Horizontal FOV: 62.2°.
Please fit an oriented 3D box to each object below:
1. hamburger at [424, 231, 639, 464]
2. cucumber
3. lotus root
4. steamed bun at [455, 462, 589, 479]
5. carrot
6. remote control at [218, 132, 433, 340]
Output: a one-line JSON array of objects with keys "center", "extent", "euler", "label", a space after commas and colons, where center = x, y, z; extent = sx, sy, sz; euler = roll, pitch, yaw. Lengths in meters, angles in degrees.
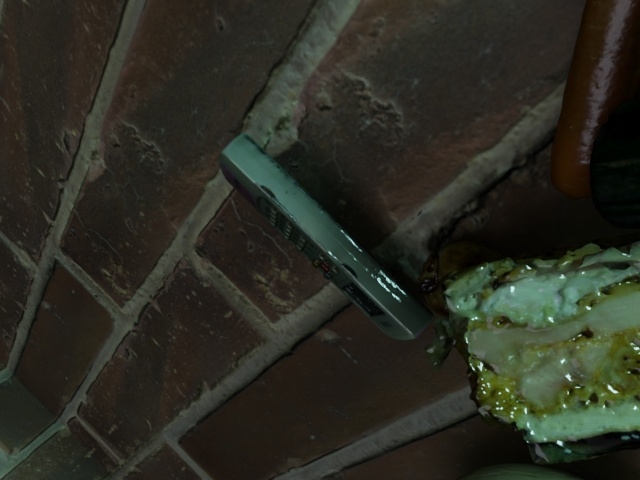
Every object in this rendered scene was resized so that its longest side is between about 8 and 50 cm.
[{"center": [0.241, 0.086, 0.485], "extent": [0.288, 0.192, 0.167], "euler": [-12, 86, 11], "label": "hamburger"}, {"center": [0.276, -0.056, 0.425], "extent": [0.116, 0.062, 0.115], "euler": [65, 163, -10], "label": "cucumber"}, {"center": [0.211, 0.070, 0.638], "extent": [0.191, 0.094, 0.108], "euler": [28, 152, 6], "label": "lotus root"}, {"center": [0.296, 0.440, 0.721], "extent": [0.312, 0.233, 0.333], "euler": [3, 111, 35], "label": "steamed bun"}, {"center": [0.257, -0.137, 0.486], "extent": [0.067, 0.067, 0.225], "euler": [14, 123, 26], "label": "carrot"}, {"center": [-0.001, 0.001, 0.713], "extent": [0.344, 0.050, 0.145], "euler": [43, 169, 3], "label": "remote control"}]
